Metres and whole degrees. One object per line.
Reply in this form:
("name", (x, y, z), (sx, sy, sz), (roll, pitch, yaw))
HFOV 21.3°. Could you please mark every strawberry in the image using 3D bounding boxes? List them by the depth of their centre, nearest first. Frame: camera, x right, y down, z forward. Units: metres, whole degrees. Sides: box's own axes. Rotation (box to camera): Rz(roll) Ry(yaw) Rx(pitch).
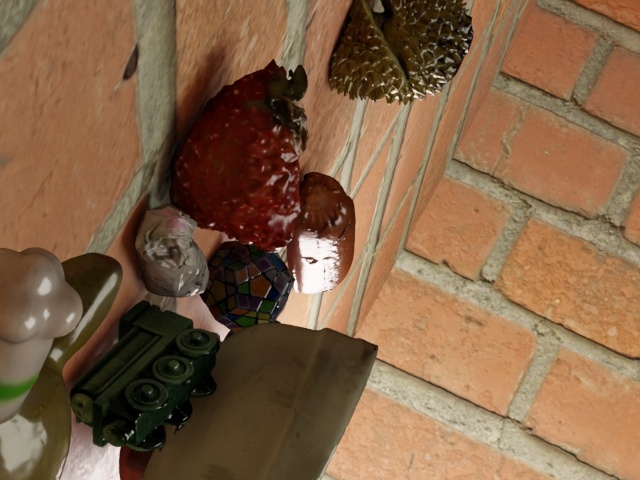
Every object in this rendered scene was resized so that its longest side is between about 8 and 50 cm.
("strawberry", (-0.086, -0.065, 1.555), (0.236, 0.107, 0.175), (109, -26, -47))

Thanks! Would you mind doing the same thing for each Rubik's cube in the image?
("Rubik's cube", (-0.084, 0.051, 1.927), (0.111, 0.093, 0.111), (-59, 170, -18))

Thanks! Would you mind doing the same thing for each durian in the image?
("durian", (0.112, -0.243, 2.102), (0.193, 0.138, 0.237), (-67, 172, 24))

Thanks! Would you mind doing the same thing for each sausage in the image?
("sausage", (0.000, 0.000, 2.317), (0.102, 0.102, 0.330), (-62, 173, -16))

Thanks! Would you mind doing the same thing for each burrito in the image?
("burrito", (-0.138, 0.016, 1.581), (0.064, 0.064, 0.203), (-62, 173, -15))

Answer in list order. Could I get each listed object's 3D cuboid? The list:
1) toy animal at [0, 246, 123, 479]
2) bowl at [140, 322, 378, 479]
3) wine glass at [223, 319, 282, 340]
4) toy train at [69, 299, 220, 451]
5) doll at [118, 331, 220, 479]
("toy animal", (-0.228, 0.125, 0.972), (0.181, 0.180, 0.363), (-64, 170, -64))
("bowl", (-0.078, 0.211, 1.727), (0.307, 0.163, 0.307), (-155, -90, -88))
("wine glass", (-0.072, 0.242, 2.083), (0.309, 0.096, 0.264), (118, -36, -76))
("toy train", (-0.166, 0.129, 1.591), (0.170, 0.111, 0.071), (-45, 147, -48))
("doll", (-0.168, 0.224, 1.906), (0.262, 0.093, 0.211), (-67, 165, -4))
